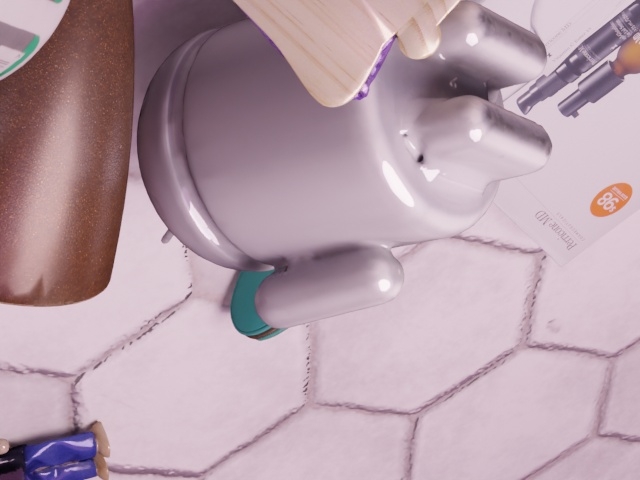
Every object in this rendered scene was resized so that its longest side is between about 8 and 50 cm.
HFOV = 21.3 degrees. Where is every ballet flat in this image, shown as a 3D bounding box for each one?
[{"bbox_3d":[0.000,0.000,1.581,0.087,0.083,0.247,-10,140,-43],"label":"ballet flat"}]

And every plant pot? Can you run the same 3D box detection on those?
[{"bbox_3d":[-0.224,-0.103,1.265,0.215,0.215,0.230,7,114,-35],"label":"plant pot"}]

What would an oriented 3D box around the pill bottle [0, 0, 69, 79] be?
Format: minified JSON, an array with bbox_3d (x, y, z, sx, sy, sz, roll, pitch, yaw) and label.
[{"bbox_3d":[-0.284,-0.198,0.983,0.204,0.204,0.361,-35,175,7],"label":"pill bottle"}]

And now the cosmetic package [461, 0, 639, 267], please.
[{"bbox_3d":[0.233,-0.162,1.534,0.284,0.097,0.377,-37,140,13],"label":"cosmetic package"}]

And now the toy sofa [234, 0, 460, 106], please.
[{"bbox_3d":[-0.049,-0.266,1.078,0.362,0.150,0.177,41,105,-12],"label":"toy sofa"}]

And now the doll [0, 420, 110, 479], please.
[{"bbox_3d":[-0.303,0.233,1.673,0.189,0.046,0.129,-11,136,-21],"label":"doll"}]

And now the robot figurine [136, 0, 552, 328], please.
[{"bbox_3d":[0.002,-0.084,1.316,0.353,0.300,0.200,-10,160,36],"label":"robot figurine"}]
